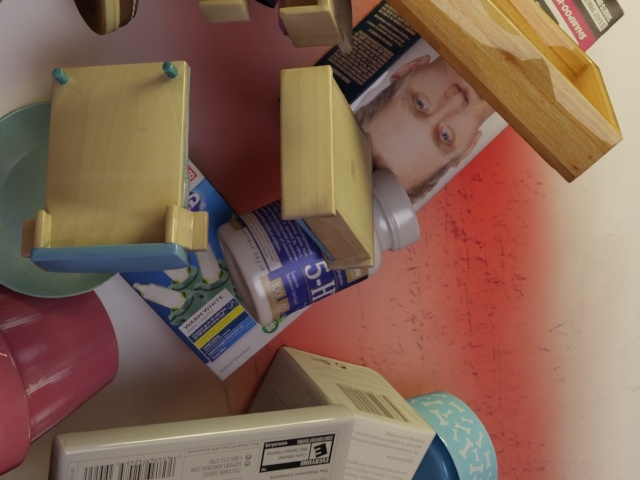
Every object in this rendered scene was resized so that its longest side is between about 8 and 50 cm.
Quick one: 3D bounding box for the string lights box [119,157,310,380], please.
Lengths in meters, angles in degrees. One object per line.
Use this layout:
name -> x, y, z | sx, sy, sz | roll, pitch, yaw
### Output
string lights box -> -0.137, 0.016, 1.703 | 0.133, 0.077, 0.259 | -41, 129, -2

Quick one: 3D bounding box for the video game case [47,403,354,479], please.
video game case -> -0.137, 0.321, 1.712 | 0.329, 0.036, 0.300 | -3, 117, -28

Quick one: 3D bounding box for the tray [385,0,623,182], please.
tray -> 0.112, -0.247, 1.521 | 0.411, 0.203, 0.076 | 42, 110, -15

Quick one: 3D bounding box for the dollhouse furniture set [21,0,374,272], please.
dollhouse furniture set -> -0.117, -0.099, 1.528 | 0.303, 0.286, 0.198 | -4, 164, 11

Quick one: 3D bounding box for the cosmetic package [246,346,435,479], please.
cosmetic package -> 0.004, 0.247, 1.867 | 0.151, 0.151, 0.183 | 19, 105, -35

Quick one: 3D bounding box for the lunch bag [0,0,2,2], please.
lunch bag -> -0.359, -0.202, 1.279 | 0.235, 0.287, 0.169 | -53, 132, -25

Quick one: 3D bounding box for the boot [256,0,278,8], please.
boot -> -0.070, -0.306, 1.530 | 0.106, 0.082, 0.219 | -60, 162, -2

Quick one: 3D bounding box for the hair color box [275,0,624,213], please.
hair color box -> 0.142, -0.195, 1.728 | 0.347, 0.105, 0.174 | -44, 128, -1

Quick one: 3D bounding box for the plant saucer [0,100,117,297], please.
plant saucer -> -0.255, -0.038, 1.576 | 0.195, 0.195, 0.037 | -39, 173, -5

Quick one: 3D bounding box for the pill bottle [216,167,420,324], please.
pill bottle -> 0.000, 0.000, 1.640 | 0.187, 0.112, 0.112 | -25, 126, -10

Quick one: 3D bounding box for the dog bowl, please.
dog bowl -> 0.147, 0.313, 1.989 | 0.074, 0.166, 0.297 | -26, 127, -29

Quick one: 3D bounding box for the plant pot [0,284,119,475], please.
plant pot -> -0.308, 0.118, 1.601 | 0.180, 0.201, 0.201 | -23, 127, -35

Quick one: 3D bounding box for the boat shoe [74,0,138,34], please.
boat shoe -> -0.165, -0.353, 1.455 | 0.123, 0.123, 0.342 | -9, 114, -25
